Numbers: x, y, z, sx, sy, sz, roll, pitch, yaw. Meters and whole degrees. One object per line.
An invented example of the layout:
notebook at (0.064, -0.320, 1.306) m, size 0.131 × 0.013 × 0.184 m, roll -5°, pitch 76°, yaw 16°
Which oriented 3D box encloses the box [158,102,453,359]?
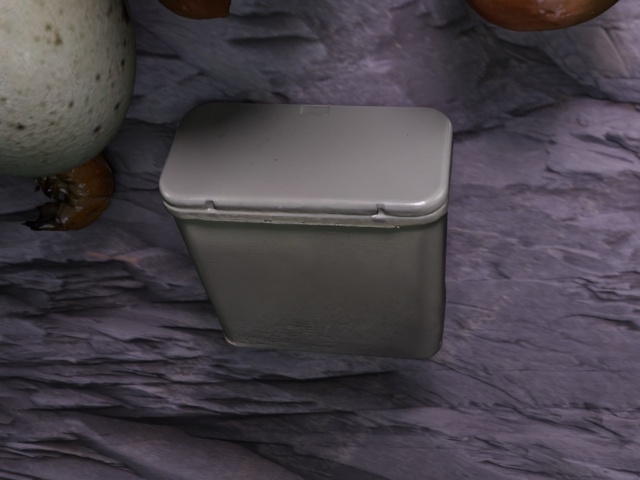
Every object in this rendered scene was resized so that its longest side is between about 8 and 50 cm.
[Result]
box at (0.000, 0.000, 1.180) m, size 0.352 × 0.177 × 0.343 m, roll 2°, pitch 140°, yaw 10°

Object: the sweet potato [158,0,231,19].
sweet potato at (-0.176, -0.346, 0.888) m, size 0.098 × 0.097 × 0.291 m, roll -7°, pitch 137°, yaw 21°

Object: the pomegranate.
pomegranate at (0.210, -0.279, 0.799) m, size 0.191 × 0.191 × 0.191 m, roll 7°, pitch 139°, yaw 6°

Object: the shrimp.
shrimp at (-0.445, -0.095, 1.270) m, size 0.291 × 0.054 × 0.222 m, roll 13°, pitch 140°, yaw -7°

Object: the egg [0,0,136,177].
egg at (-0.343, -0.229, 0.921) m, size 0.288 × 0.287 × 0.379 m, roll -3°, pitch 152°, yaw 17°
